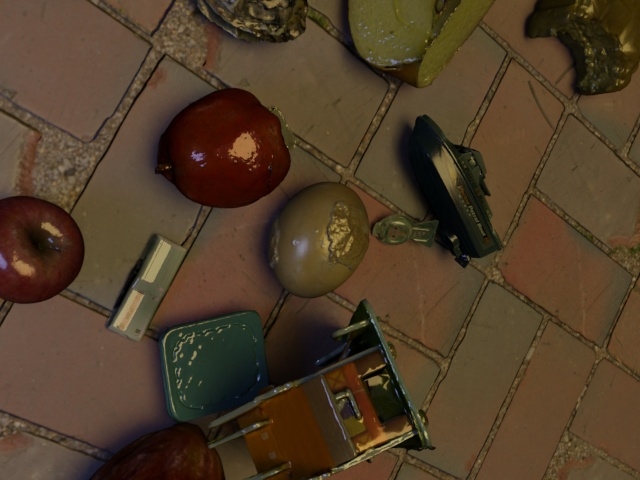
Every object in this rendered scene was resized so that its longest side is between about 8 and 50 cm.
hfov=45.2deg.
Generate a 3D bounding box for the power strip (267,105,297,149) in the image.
[{"bbox_3d":[-0.067,-0.190,1.294,0.027,0.017,0.083,-38,113,-21],"label":"power strip"}]

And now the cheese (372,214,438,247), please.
[{"bbox_3d":[0.155,-0.018,1.419,0.120,0.026,0.067,4,123,-11],"label":"cheese"}]

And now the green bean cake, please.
[{"bbox_3d":[0.559,-0.438,1.552,0.236,0.124,0.233,36,79,-28],"label":"green bean cake"}]

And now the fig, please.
[{"bbox_3d":[-0.253,0.408,1.162,0.224,0.224,0.263,33,88,-28],"label":"fig"}]

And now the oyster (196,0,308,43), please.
[{"bbox_3d":[-0.133,-0.455,1.160,0.351,0.158,0.162,66,31,-33],"label":"oyster"}]

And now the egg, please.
[{"bbox_3d":[-0.001,-0.001,1.274,0.164,0.164,0.202,28,87,-29],"label":"egg"}]

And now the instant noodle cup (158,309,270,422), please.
[{"bbox_3d":[-0.178,0.197,1.254,0.179,0.070,0.157,-10,100,-27],"label":"instant noodle cup"}]

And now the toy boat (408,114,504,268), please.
[{"bbox_3d":[0.246,-0.104,1.425,0.122,0.114,0.296,-34,112,-14],"label":"toy boat"}]

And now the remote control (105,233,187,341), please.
[{"bbox_3d":[-0.273,0.075,1.208,0.065,0.029,0.166,30,82,-30],"label":"remote control"}]

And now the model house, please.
[{"bbox_3d":[-0.024,0.276,1.235,0.312,0.358,0.243,-20,79,-7],"label":"model house"}]

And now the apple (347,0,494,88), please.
[{"bbox_3d":[0.201,-0.433,1.305,0.254,0.179,0.346,26,107,-35],"label":"apple"}]

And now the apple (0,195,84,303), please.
[{"bbox_3d":[-0.409,0.014,1.063,0.153,0.120,0.154,22,56,-36],"label":"apple"}]

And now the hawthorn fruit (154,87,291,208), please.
[{"bbox_3d":[-0.155,-0.134,1.164,0.202,0.185,0.185,-16,104,-22],"label":"hawthorn fruit"}]
